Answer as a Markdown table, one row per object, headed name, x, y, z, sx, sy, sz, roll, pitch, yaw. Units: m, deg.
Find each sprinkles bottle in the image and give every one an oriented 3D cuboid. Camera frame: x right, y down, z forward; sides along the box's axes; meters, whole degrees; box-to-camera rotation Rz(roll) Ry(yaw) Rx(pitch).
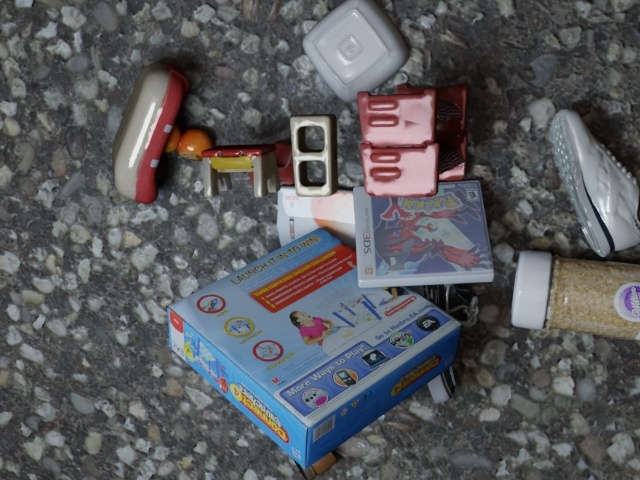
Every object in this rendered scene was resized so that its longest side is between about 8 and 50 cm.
| name | x | y | z | sx | sy | sz | roll | pitch | yaw |
| --- | --- | --- | --- | --- | --- | --- | --- | --- | --- |
| sprinkles bottle | 0.472 | 0.093 | 1.408 | 0.356 | 0.121 | 0.121 | 7 | 103 | 12 |

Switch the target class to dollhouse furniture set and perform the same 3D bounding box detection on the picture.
| name | x | y | z | sx | sy | sz | roll | pitch | yaw |
| --- | --- | --- | --- | --- | --- | --- | --- | --- | --- |
| dollhouse furniture set | 0.025 | -0.155 | 1.432 | 0.374 | 0.201 | 0.152 | 1 | 102 | 20 |

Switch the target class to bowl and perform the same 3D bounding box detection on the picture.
| name | x | y | z | sx | sy | sz | roll | pitch | yaw |
| --- | --- | --- | --- | --- | --- | --- | --- | --- | --- |
| bowl | 0.052 | -0.301 | 1.464 | 0.142 | 0.053 | 0.142 | -36 | 92 | 16 |

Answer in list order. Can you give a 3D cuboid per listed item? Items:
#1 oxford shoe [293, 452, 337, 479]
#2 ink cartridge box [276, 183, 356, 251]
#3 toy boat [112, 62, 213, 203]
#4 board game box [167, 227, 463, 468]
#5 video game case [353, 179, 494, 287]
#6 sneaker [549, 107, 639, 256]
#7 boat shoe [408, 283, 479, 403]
| name | x | y | z | sx | sy | sz | roll | pitch | yaw |
| --- | --- | --- | --- | --- | --- | --- | --- | --- | --- |
| oxford shoe | -0.040 | 0.305 | 1.612 | 0.076 | 0.076 | 0.212 | -28 | 92 | -13 |
| ink cartridge box | 0.000 | 0.000 | 1.543 | 0.146 | 0.045 | 0.179 | 5 | 100 | 13 |
| toy boat | -0.250 | -0.166 | 1.534 | 0.151 | 0.151 | 0.231 | 18 | 107 | -21 |
| board game box | -0.010 | 0.139 | 1.361 | 0.302 | 0.308 | 0.086 | 35 | 137 | 35 |
| video game case | 0.154 | -0.012 | 1.426 | 0.201 | 0.183 | 0.023 | -3 | 144 | 1 |
| sneaker | 0.421 | -0.096 | 1.411 | 0.095 | 0.090 | 0.235 | -23 | 99 | 4 |
| boat shoe | 0.198 | 0.102 | 1.483 | 0.105 | 0.113 | 0.306 | -8 | 84 | 9 |
